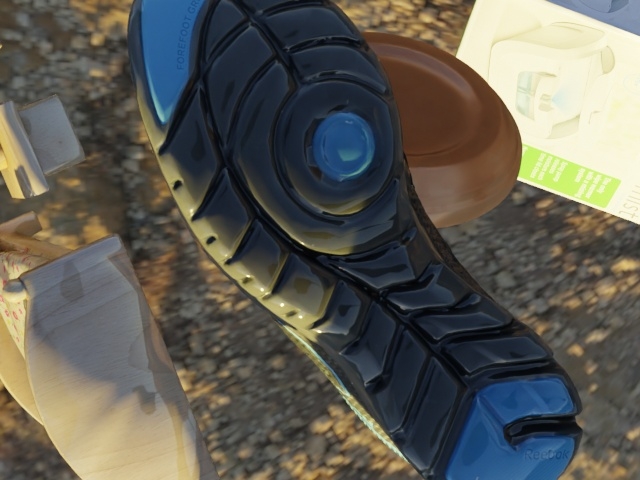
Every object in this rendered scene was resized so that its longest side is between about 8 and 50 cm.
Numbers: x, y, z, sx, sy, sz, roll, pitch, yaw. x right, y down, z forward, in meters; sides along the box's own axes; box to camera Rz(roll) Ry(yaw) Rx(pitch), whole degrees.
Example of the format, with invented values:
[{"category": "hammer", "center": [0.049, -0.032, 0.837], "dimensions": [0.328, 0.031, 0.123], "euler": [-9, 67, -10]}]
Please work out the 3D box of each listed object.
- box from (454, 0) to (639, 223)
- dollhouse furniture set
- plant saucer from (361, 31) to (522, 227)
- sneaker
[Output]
[{"category": "box", "center": [0.241, -0.161, 1.450], "dimensions": [0.231, 0.262, 0.127], "euler": [21, 60, 2]}, {"category": "dollhouse furniture set", "center": [-0.213, 0.054, 0.882], "dimensions": [0.173, 0.303, 0.356], "euler": [-25, 102, -19]}, {"category": "plant saucer", "center": [0.046, -0.086, 1.120], "dimensions": [0.200, 0.200, 0.037], "euler": [26, 131, 14]}, {"category": "sneaker", "center": [0.000, 0.000, 0.850], "dimensions": [0.125, 0.139, 0.341], "euler": [-36, 108, -12]}]
